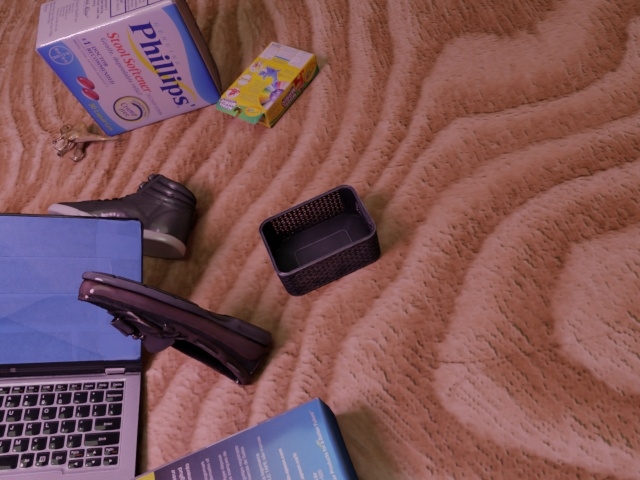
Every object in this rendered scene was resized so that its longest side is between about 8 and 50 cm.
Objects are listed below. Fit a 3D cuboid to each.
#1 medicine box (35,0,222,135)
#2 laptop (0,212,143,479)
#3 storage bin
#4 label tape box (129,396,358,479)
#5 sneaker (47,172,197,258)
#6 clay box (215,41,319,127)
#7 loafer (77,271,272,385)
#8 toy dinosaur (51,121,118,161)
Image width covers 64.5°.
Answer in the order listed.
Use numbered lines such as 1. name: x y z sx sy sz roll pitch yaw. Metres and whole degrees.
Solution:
1. medicine box: -0.400 -0.402 1.103 0.289 0.263 0.149 -16 58 4
2. laptop: -0.448 0.191 0.686 0.382 0.236 0.407 1 51 -16
3. storage bin: 0.000 0.000 0.872 0.180 0.084 0.122 -24 57 -3
4. label tape box: -0.105 0.393 0.644 0.348 0.115 0.249 -25 57 1
5. sneaker: -0.373 -0.062 0.992 0.296 0.104 0.146 11 61 13
6. clay box: -0.118 -0.338 1.123 0.127 0.053 0.222 27 70 26
7. loafer: -0.204 0.134 0.731 0.109 0.303 0.095 -3 65 51
8. toy dinosaur: -0.556 -0.231 1.156 0.183 0.053 0.092 14 69 27
